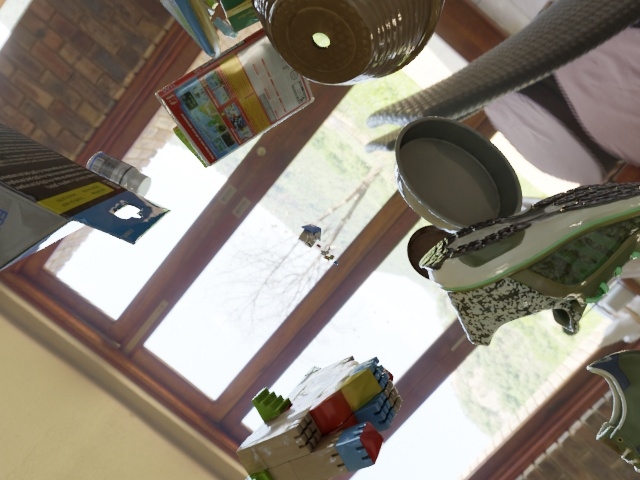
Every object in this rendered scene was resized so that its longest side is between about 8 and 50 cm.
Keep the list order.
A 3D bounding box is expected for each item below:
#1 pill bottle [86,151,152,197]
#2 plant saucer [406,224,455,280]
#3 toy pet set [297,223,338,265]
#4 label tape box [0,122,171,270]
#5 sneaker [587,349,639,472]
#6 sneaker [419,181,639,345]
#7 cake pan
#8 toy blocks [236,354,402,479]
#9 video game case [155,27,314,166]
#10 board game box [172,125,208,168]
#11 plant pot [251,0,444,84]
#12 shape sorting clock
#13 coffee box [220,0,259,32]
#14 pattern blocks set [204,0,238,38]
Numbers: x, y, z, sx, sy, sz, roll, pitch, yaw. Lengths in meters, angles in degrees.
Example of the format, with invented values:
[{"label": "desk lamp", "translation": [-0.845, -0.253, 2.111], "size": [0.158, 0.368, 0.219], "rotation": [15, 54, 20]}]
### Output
[{"label": "pill bottle", "translation": [-0.500, -0.159, 1.087], "size": [0.137, 0.078, 0.078], "rotation": [26, -171, 0]}, {"label": "plant saucer", "translation": [0.316, 0.037, 1.189], "size": [0.168, 0.168, 0.029], "rotation": [43, 162, 14]}, {"label": "toy pet set", "translation": [0.000, 0.000, 1.242], "size": [0.114, 0.065, 0.122], "rotation": [26, 167, 37]}, {"label": "label tape box", "translation": [-0.387, -0.058, 0.552], "size": [0.334, 0.105, 0.240], "rotation": [29, -172, -14]}, {"label": "sneaker", "translation": [0.326, 0.207, 0.436], "size": [0.064, 0.086, 0.192], "rotation": [39, -135, -63]}, {"label": "sneaker", "translation": [0.360, 0.033, 0.629], "size": [0.158, 0.411, 0.182], "rotation": [-81, -28, -79]}, {"label": "cake pan", "translation": [0.278, -0.131, 0.906], "size": [0.293, 0.293, 0.054], "rotation": [41, 145, 7]}, {"label": "toy blocks", "translation": [0.030, 0.324, 0.833], "size": [0.190, 0.261, 0.381], "rotation": [59, -155, 2]}, {"label": "video game case", "translation": [-0.162, -0.297, 0.903], "size": [0.025, 0.285, 0.204], "rotation": [53, 175, 34]}, {"label": "board game box", "translation": [-0.416, -0.341, 1.508], "size": [0.043, 0.092, 0.181], "rotation": [55, 180, 37]}, {"label": "plant pot", "translation": [0.015, -0.261, 0.502], "size": [0.238, 0.109, 0.237], "rotation": [15, 153, 8]}, {"label": "shape sorting clock", "translation": [-0.184, -0.323, 0.534], "size": [0.206, 0.040, 0.206], "rotation": [53, 177, 4]}, {"label": "coffee box", "translation": [-0.139, -0.477, 0.790], "size": [0.040, 0.113, 0.184], "rotation": [56, -167, -71]}, {"label": "pattern blocks set", "translation": [-0.342, -0.594, 1.000], "size": [0.324, 0.026, 0.285], "rotation": [52, -154, 15]}]
